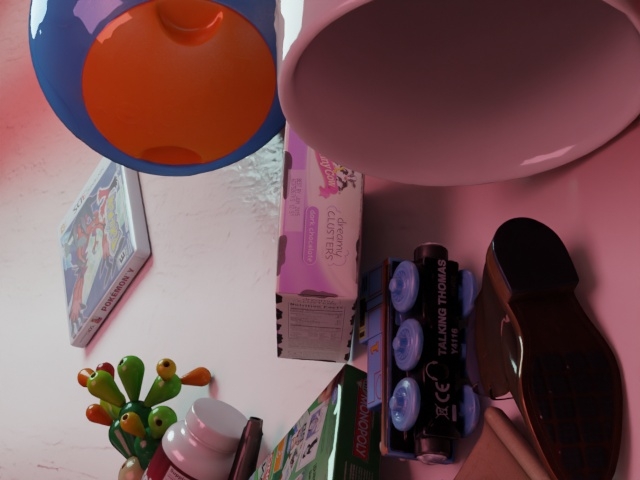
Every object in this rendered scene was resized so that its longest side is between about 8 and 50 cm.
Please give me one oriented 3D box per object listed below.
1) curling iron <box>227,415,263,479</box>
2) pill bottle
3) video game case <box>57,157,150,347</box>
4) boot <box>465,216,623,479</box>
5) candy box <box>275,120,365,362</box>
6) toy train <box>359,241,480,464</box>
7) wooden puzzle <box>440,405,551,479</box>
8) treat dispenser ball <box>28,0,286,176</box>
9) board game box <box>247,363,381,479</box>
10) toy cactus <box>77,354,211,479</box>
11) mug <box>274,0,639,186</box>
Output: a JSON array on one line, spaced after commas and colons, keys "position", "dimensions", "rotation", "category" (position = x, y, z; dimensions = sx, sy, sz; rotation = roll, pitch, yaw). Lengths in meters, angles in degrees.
[{"position": [-0.087, 0.302, 1.542], "dimensions": [0.068, 0.035, 0.274], "rotation": [13, 89, 63], "category": "curling iron"}, {"position": [-0.127, 0.232, 1.593], "dimensions": [0.152, 0.086, 0.086], "rotation": [-62, 32, 20], "category": "pill bottle"}, {"position": [-0.270, 0.000, 2.000], "dimensions": [0.183, 0.023, 0.201], "rotation": [-52, 37, 34], "category": "video game case"}, {"position": [0.162, 0.102, 1.206], "dimensions": [0.106, 0.082, 0.219], "rotation": [111, 154, -57], "category": "boot"}, {"position": [0.000, 0.000, 1.411], "dimensions": [0.196, 0.070, 0.165], "rotation": [92, -178, -70], "category": "candy box"}, {"position": [0.079, 0.096, 1.324], "dimensions": [0.105, 0.080, 0.184], "rotation": [143, 131, -59], "category": "toy train"}, {"position": [0.102, 0.338, 1.167], "dimensions": [0.348, 0.080, 0.322], "rotation": [-64, 32, 18], "category": "wooden puzzle"}, {"position": [-0.145, -0.208, 1.621], "dimensions": [0.288, 0.288, 0.288], "rotation": [-32, 50, 49], "category": "treat dispenser ball"}, {"position": [-0.026, 0.281, 1.340], "dimensions": [0.213, 0.046, 0.317], "rotation": [-53, 19, 38], "category": "board game box"}, {"position": [-0.184, 0.208, 1.712], "dimensions": [0.219, 0.112, 0.181], "rotation": [0, 96, 57], "category": "toy cactus"}, {"position": [0.100, -0.227, 1.281], "dimensions": [0.374, 0.276, 0.328], "rotation": [93, 176, -61], "category": "mug"}]
